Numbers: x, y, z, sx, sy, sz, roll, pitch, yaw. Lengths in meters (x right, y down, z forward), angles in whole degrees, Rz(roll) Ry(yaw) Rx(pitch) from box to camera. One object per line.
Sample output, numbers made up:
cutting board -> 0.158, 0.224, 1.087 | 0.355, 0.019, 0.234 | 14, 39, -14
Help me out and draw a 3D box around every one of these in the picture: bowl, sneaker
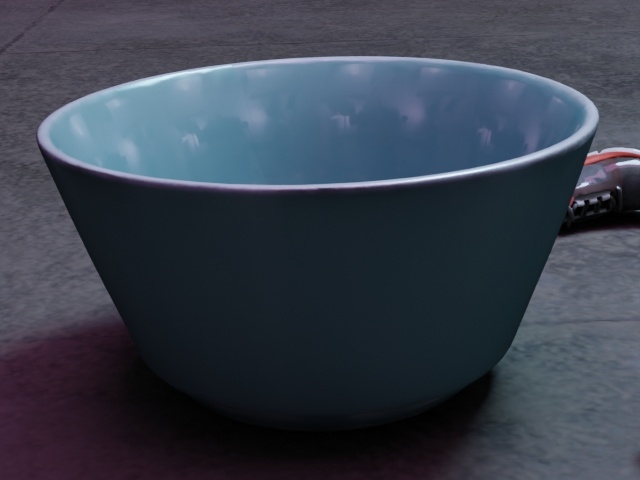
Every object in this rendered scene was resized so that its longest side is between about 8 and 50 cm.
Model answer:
bowl -> 0.000, 0.000, 0.755 | 0.312, 0.163, 0.311 | -1, 20, 1
sneaker -> 0.203, -0.031, 1.014 | 0.158, 0.061, 0.065 | 2, 47, 13
